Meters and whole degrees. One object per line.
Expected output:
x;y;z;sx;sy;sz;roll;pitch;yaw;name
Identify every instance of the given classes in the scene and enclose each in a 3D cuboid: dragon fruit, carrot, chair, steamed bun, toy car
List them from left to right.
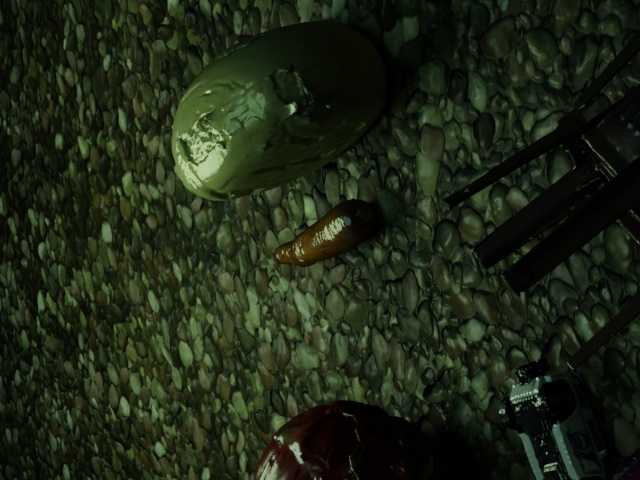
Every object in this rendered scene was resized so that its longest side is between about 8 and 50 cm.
-0.062;-0.167;1.529;0.273;0.232;0.166;-39;73;52;steamed bun
0.000;0.000;1.646;0.248;0.059;0.059;-29;75;59;carrot
0.034;0.314;1.514;0.299;0.244;0.244;118;133;-71;dragon fruit
0.247;0.207;1.319;0.080;0.070;0.170;-31;76;55;toy car
0.286;-0.066;1.145;0.326;0.183;0.175;-38;57;4;chair

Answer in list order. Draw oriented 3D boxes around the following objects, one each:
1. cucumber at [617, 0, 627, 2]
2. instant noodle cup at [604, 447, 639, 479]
0.262;-0.307;1.182;0.036;0.033;0.184;141;117;-76;cucumber
0.323;0.303;1.099;0.190;0.251;0.251;43;133;29;instant noodle cup
